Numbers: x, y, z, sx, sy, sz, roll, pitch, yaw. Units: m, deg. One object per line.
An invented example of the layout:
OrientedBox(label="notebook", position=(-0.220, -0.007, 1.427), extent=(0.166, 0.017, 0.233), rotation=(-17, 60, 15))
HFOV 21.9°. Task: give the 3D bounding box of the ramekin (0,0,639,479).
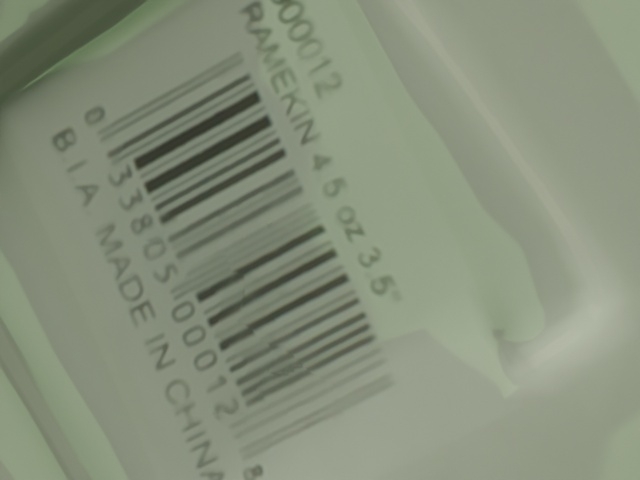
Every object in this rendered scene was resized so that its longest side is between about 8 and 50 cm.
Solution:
OrientedBox(label="ramekin", position=(0.000, 0.000, 0.388), extent=(0.277, 0.135, 0.277), rotation=(-1, 88, 19))
